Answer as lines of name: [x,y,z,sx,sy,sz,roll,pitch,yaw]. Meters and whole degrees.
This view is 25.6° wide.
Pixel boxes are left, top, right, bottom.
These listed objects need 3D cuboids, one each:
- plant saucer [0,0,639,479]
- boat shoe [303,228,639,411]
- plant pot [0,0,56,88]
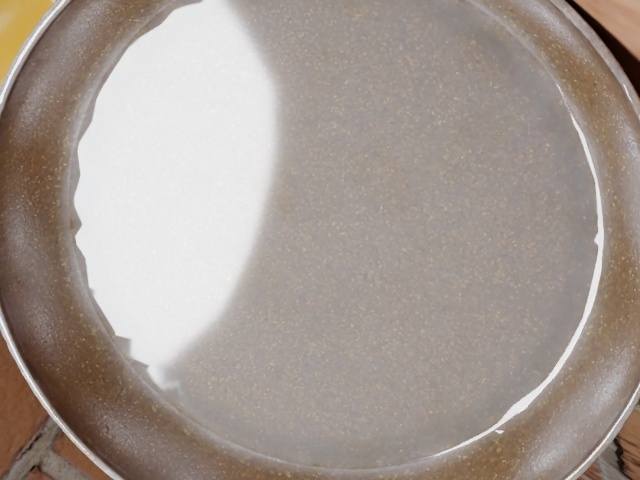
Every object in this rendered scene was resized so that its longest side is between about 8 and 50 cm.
plant saucer: [0.000,0.000,0.635,0.311,0.310,0.050,37,-157,-5]
boat shoe: [0.076,-0.011,0.732,0.342,0.123,0.123,30,170,1]
plant pot: [-0.190,-0.102,0.906,0.205,0.188,0.205,46,168,13]
